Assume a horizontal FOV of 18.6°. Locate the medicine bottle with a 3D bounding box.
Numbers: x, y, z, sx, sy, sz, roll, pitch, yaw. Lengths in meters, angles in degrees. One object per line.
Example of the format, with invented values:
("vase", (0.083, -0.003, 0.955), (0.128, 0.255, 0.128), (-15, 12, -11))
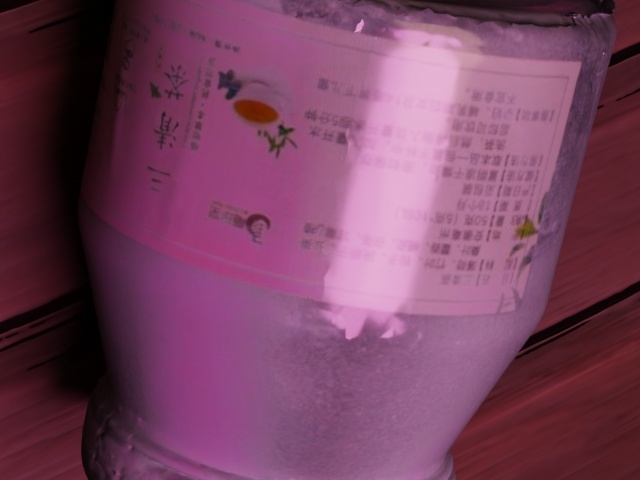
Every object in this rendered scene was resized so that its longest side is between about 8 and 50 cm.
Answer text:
("medicine bottle", (0.000, 0.000, 0.974), (0.245, 0.245, 0.290), (-1, 110, -36))
